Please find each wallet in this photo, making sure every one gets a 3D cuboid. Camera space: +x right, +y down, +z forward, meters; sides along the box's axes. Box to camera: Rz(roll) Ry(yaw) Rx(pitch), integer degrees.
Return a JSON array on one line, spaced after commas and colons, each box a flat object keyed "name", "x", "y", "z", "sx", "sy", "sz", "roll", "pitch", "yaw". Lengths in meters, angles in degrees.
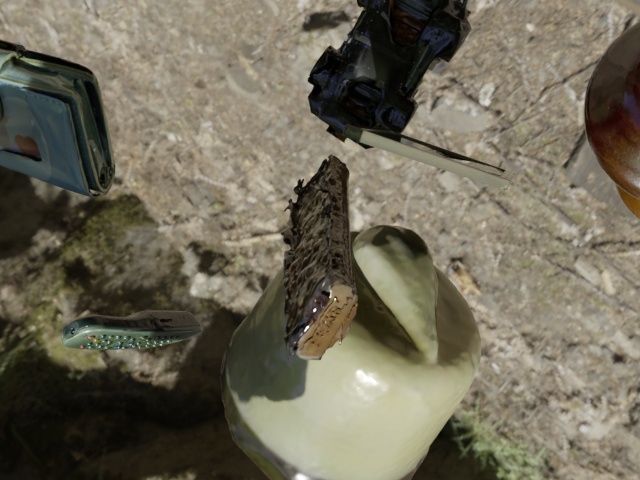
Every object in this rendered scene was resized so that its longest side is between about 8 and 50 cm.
[{"name": "wallet", "x": -0.367, "y": -0.151, "z": 0.951, "sx": 0.250, "sy": 0.075, "sz": 0.176, "roll": 17, "pitch": 141, "yaw": 11}]

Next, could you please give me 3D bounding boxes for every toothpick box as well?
[{"name": "toothpick box", "x": 0.366, "y": -0.102, "z": 0.818, "sx": 0.192, "sy": 0.192, "sz": 0.294, "roll": 32, "pitch": -179, "yaw": 25}]

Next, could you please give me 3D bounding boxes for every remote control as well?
[{"name": "remote control", "x": -0.246, "y": 0.120, "z": 1.101, "sx": 0.072, "sy": 0.222, "sz": 0.042, "roll": -27, "pitch": 73, "yaw": 28}]

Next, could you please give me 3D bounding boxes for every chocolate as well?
[{"name": "chocolate", "x": 0.063, "y": 0.151, "z": 1.075, "sx": 0.326, "sy": 0.314, "sz": 0.297, "roll": 48, "pitch": 128, "yaw": 6}, {"name": "chocolate", "x": 0.004, "y": 0.005, "z": 0.851, "sx": 0.065, "sy": 0.329, "sz": 0.102, "roll": 24, "pitch": 114, "yaw": -12}]

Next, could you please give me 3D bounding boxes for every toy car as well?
[{"name": "toy car", "x": 0.102, "y": -0.298, "z": 1.355, "sx": 0.193, "sy": 0.118, "sz": 0.301, "roll": 33, "pitch": 101, "yaw": -1}]

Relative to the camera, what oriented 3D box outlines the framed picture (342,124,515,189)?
[{"name": "framed picture", "x": 0.158, "y": -0.115, "z": 1.119, "sx": 0.213, "sy": 0.289, "sz": 0.016, "roll": 20, "pitch": 101, "yaw": 11}]
